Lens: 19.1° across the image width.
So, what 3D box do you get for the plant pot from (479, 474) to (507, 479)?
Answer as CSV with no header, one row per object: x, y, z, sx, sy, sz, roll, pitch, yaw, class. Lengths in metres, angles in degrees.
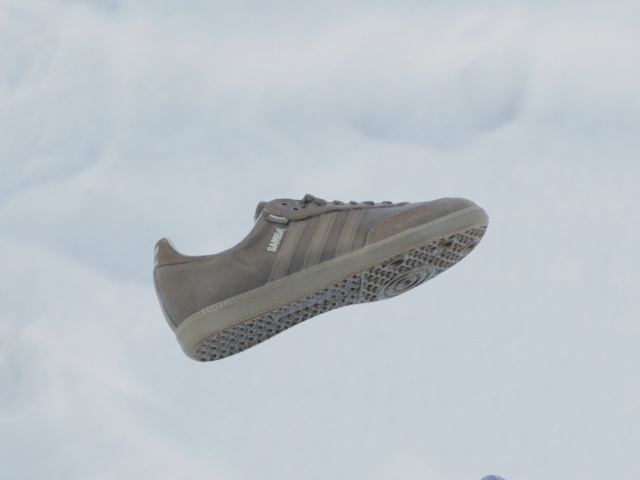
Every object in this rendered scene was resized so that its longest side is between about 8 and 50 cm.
0.128,0.298,0.984,0.212,0.236,0.236,36,94,-20,plant pot

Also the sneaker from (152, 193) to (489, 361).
0.000,0.000,1.026,0.188,0.066,0.071,-20,69,-21,sneaker
